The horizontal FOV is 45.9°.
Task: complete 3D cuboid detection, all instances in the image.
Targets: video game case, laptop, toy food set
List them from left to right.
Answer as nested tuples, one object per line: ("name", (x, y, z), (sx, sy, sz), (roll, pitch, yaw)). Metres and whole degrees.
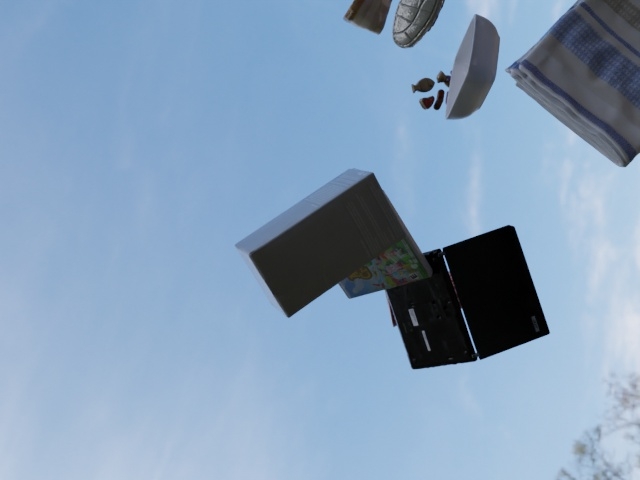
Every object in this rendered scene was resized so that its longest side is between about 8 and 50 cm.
("video game case", (0.087, 0.014, 1.472), (0.212, 0.193, 0.023), (55, -147, -27))
("toy food set", (0.235, -0.292, 1.487), (0.122, 0.019, 0.078), (-31, -73, -32))
("laptop", (0.284, 0.119, 1.532), (0.136, 0.264, 0.234), (-18, -91, -45))

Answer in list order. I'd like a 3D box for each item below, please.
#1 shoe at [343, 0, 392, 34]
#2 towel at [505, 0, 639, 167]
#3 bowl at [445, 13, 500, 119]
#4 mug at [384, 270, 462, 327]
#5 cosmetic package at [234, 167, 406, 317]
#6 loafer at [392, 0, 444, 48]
("shoe", (0.097, -0.386, 1.130), (0.058, 0.076, 0.219), (28, -122, -4))
("towel", (0.419, -0.257, 1.030), (0.285, 0.209, 0.034), (-45, -10, -11))
("bowl", (0.250, -0.277, 1.228), (0.142, 0.053, 0.142), (103, 179, -63))
("mug", (0.243, 0.146, 1.765), (0.113, 0.169, 0.150), (-97, -6, -66))
("cosmetic package", (0.000, 0.000, 1.187), (0.238, 0.107, 0.127), (-31, -72, -11))
("loafer", (0.114, -0.256, 0.773), (0.039, 0.045, 0.125), (-12, -51, -52))
